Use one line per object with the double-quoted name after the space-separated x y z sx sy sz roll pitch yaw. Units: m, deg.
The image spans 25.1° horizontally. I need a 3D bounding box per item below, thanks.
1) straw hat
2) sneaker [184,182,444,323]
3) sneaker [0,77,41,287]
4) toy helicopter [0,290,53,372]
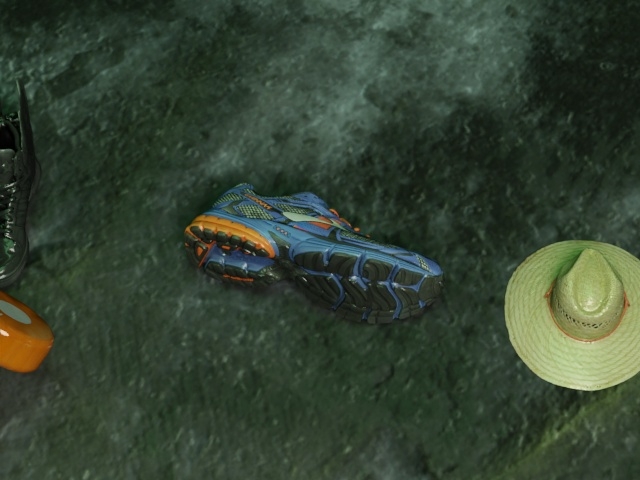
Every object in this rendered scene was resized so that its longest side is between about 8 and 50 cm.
0.218 0.044 1.167 0.144 0.061 0.144 -2 57 4 "straw hat"
0.000 0.000 1.204 0.221 0.083 0.087 17 52 11 "sneaker"
-0.278 -0.051 1.249 0.051 0.089 0.170 2 57 5 "sneaker"
-0.388 0.031 1.143 0.140 0.235 0.355 -56 45 8 "toy helicopter"
